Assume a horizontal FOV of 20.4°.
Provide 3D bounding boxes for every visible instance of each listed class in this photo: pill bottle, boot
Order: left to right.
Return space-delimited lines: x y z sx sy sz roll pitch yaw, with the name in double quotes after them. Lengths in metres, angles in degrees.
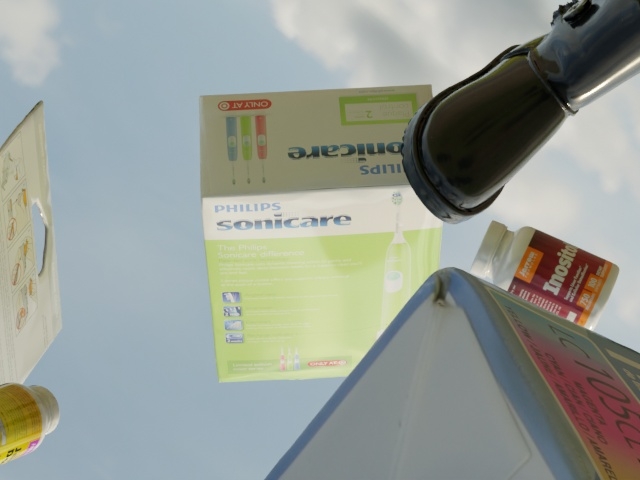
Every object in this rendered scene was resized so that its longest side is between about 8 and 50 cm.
-0.185 0.106 1.014 0.043 0.043 0.083 45 -154 14 "pill bottle"
0.247 0.037 1.976 0.152 0.086 0.086 24 -163 6 "pill bottle"
0.188 -0.131 1.397 0.094 0.207 0.246 50 -137 -5 "boot"

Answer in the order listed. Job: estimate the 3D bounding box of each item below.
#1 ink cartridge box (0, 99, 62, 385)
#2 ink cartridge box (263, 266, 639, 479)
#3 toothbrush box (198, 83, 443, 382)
-0.320 0.035 1.664 0.060 0.275 0.239 8 -147 11 "ink cartridge box"
0.138 0.208 0.714 0.395 0.270 0.151 25 -155 -30 "ink cartridge box"
0.000 0.000 1.607 0.206 0.283 0.122 -3 -127 -1 "toothbrush box"
